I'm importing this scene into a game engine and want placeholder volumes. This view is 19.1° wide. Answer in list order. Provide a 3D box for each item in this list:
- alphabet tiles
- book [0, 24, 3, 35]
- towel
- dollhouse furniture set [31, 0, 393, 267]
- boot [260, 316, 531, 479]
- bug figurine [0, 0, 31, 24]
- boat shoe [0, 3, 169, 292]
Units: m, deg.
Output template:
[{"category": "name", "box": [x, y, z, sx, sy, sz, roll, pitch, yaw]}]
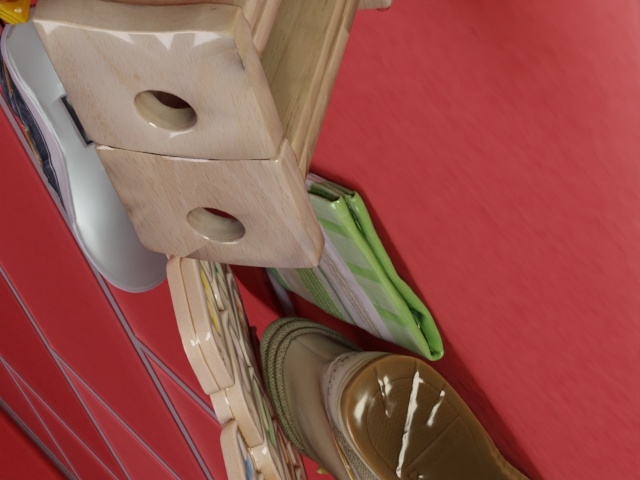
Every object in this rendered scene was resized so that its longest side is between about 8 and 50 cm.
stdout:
[{"category": "alphabet tiles", "box": [-0.043, 0.083, 1.086, 0.284, 0.021, 0.278, 69, -176, -50]}, {"category": "book", "box": [-0.261, -0.177, 1.293, 0.096, 0.035, 0.144, 35, 159, 38]}, {"category": "towel", "box": [0.000, 0.000, 0.984, 0.152, 0.023, 0.113, 24, 152, 55]}, {"category": "dollhouse furniture set", "box": [-0.084, -0.084, 0.652, 0.184, 0.129, 0.129, 6, 147, 18]}, {"category": "boot", "box": [0.054, 0.136, 1.039, 0.213, 0.077, 0.165, 55, 167, -19]}, {"category": "bug figurine", "box": [-0.180, -0.168, 0.894, 0.279, 0.072, 0.216, 29, 175, -23]}, {"category": "boat shoe", "box": [-0.142, -0.057, 1.160, 0.183, 0.065, 0.083, 67, 167, -7]}]
